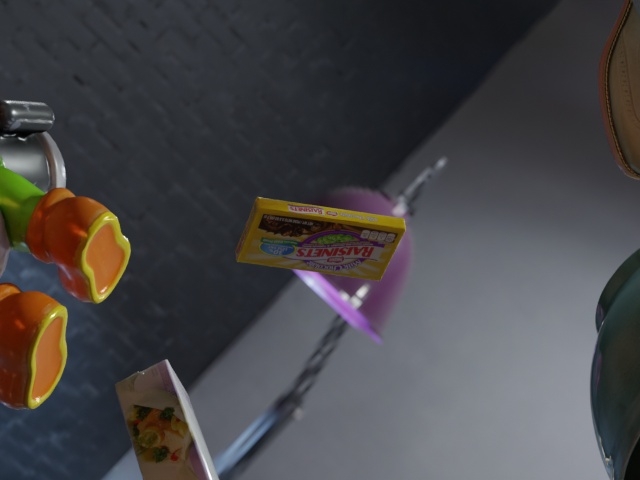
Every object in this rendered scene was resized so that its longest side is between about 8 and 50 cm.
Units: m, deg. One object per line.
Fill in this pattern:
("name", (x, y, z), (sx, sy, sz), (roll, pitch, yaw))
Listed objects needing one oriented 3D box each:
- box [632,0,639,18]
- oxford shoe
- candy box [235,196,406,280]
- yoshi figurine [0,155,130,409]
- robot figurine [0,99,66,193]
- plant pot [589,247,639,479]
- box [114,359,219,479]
("box", (0.319, -0.245, 1.048), (0.181, 0.182, 0.119), (75, 4, -47))
("oxford shoe", (0.492, -0.273, 2.023), (0.140, 0.397, 0.146), (-4, 15, -22))
("candy box", (0.000, 0.000, 1.894), (0.206, 0.105, 0.027), (8, 46, -18))
("yoshi figurine", (-0.344, 0.002, 1.127), (0.362, 0.203, 0.203), (22, 13, 10))
("robot figurine", (-0.424, -0.074, 1.688), (0.209, 0.173, 0.278), (0, 3, 25))
("plant pot", (0.355, 0.106, 1.245), (0.293, 0.293, 0.196), (47, 13, -40))
("box", (-0.127, 0.242, 1.361), (0.067, 0.063, 0.324), (65, -2, -40))
